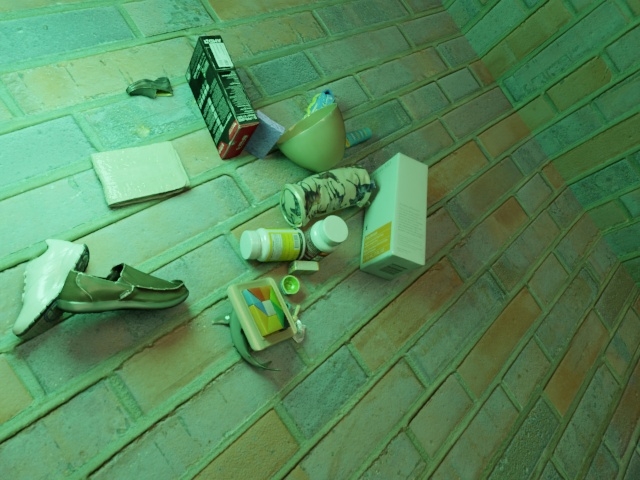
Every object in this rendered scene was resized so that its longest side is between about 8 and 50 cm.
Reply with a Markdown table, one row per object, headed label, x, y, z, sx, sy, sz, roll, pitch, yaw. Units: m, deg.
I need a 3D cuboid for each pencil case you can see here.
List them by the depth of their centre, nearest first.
| label | x | y | z | sx | sy | sz | roll | pitch | yaw |
| --- | --- | --- | --- | --- | --- | --- | --- | --- | --- |
| pencil case | 0.025 | -0.174 | 1.900 | 0.410 | 0.160 | 0.184 | -23 | 79 | -37 |

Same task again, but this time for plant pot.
| label | x | y | z | sx | sy | sz | roll | pitch | yaw |
| --- | --- | --- | --- | --- | --- | --- | --- | --- | --- |
| plant pot | -0.011 | -0.380 | 1.924 | 0.284 | 0.284 | 0.191 | -50 | 117 | -37 |

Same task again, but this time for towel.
| label | x | y | z | sx | sy | sz | roll | pitch | yaw |
| --- | --- | --- | --- | --- | --- | --- | --- | --- | --- |
| towel | -0.588 | -0.224 | 1.612 | 0.282 | 0.049 | 0.187 | -18 | 78 | -35 |

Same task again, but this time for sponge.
| label | x | y | z | sx | sy | sz | roll | pitch | yaw |
| --- | --- | --- | --- | --- | --- | --- | --- | --- | --- |
| sponge | -0.223 | -0.385 | 1.809 | 0.117 | 0.210 | 0.031 | 29 | 58 | -17 |

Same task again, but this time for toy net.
| label | x | y | z | sx | sy | sz | roll | pitch | yaw |
| --- | --- | --- | --- | --- | --- | --- | --- | --- | --- |
| toy net | -0.112 | 0.242 | 1.698 | 0.122 | 0.045 | 0.232 | -8 | 73 | -35 |

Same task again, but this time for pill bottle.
| label | x | y | z | sx | sy | sz | roll | pitch | yaw |
| --- | --- | --- | --- | --- | --- | --- | --- | --- | --- |
| pill bottle | -0.168 | 0.015 | 1.720 | 0.208 | 0.119 | 0.119 | 0 | 69 | -32 |
| pill bottle | 0.000 | 0.000 | 1.766 | 0.121 | 0.221 | 0.121 | 13 | 63 | -27 |

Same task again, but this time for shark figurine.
| label | x | y | z | sx | sy | sz | roll | pitch | yaw |
| --- | --- | --- | --- | --- | --- | --- | --- | --- | --- |
| shark figurine | -0.235 | 0.300 | 1.555 | 0.166 | 0.116 | 0.279 | -10 | 72 | -33 |

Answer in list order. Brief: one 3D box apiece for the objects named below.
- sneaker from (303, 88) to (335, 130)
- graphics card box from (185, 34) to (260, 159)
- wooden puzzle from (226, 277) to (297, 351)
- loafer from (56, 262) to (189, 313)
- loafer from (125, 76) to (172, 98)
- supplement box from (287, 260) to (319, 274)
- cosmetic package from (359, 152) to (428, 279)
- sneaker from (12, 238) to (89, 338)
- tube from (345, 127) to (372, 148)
| label | x | y | z | sx | sy | sz | roll | pitch | yaw |
| --- | --- | --- | --- | --- | --- | --- | --- | --- | --- |
| sneaker | -0.004 | -0.554 | 2.075 | 0.091 | 0.126 | 0.240 | 23 | 58 | -22 |
| graphics card box | -0.361 | -0.513 | 1.767 | 0.094 | 0.233 | 0.371 | -20 | 80 | -32 |
| wooden puzzle | -0.177 | 0.227 | 1.576 | 0.238 | 0.044 | 0.221 | -7 | 68 | -62 |
| loafer | -0.538 | 0.129 | 1.381 | 0.365 | 0.133 | 0.130 | 1 | 92 | -46 |
| loafer | -0.603 | -0.535 | 1.736 | 0.170 | 0.062 | 0.061 | -26 | 89 | -36 |
| supplement box | -0.063 | 0.100 | 1.782 | 0.098 | 0.062 | 0.036 | 5 | 67 | -31 |
| cosmetic package | 0.301 | -0.095 | 1.983 | 0.161 | 0.230 | 0.454 | 19 | 62 | -23 |
| sneaker | -0.751 | 0.126 | 1.333 | 0.129 | 0.111 | 0.297 | 19 | 56 | -4 |
| tube | 0.138 | -0.452 | 2.172 | 0.207 | 0.052 | 0.080 | -25 | 72 | -31 |
